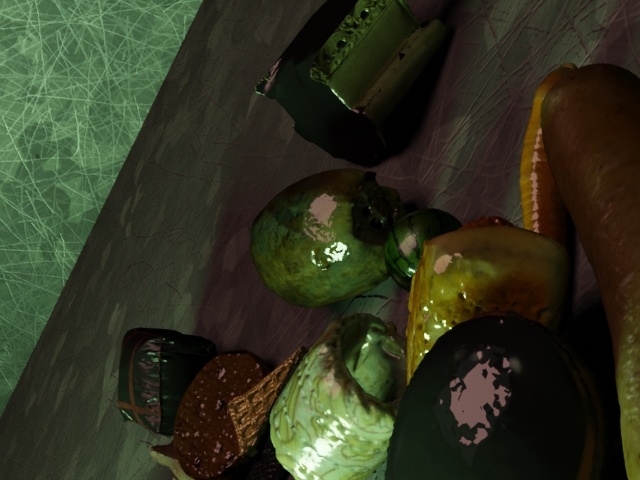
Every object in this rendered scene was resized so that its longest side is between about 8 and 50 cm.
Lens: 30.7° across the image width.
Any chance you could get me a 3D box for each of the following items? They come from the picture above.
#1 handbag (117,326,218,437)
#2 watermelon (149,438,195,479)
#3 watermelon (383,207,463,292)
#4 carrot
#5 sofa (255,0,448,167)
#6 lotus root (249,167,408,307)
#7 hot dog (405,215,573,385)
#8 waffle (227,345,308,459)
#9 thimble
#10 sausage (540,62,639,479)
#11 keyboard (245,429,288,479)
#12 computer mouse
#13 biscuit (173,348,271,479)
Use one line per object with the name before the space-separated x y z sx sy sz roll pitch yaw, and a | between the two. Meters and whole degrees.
handbag | -0.249 0.232 1.894 0.215 0.155 0.169 178 98 -66
watermelon | -0.203 0.360 1.788 0.155 0.080 0.101 -2 81 44
watermelon | 0.118 0.015 1.283 0.109 0.109 0.109 -51 27 39
carrot | 0.226 -0.052 1.151 0.062 0.066 0.271 56 -136 -67
sofa | 0.060 -0.236 1.642 0.200 0.182 0.258 -54 18 -14
lotus root | 0.000 0.000 1.514 0.275 0.152 0.160 149 129 -60
hot dog | 0.148 0.088 1.027 0.153 0.150 0.256 -68 -16 -62
waffle | -0.062 0.222 1.601 0.153 0.023 0.097 -40 45 17
thimble | 0.031 0.175 1.296 0.143 0.137 0.190 -59 8 29
sausage | 0.264 0.017 0.885 0.136 0.123 0.500 -25 40 21
keyboard | -0.037 0.243 1.554 0.262 0.016 0.106 -62 22 16
computer mouse | 0.125 0.210 0.907 0.183 0.116 0.323 28 122 43
biscuit | -0.143 0.258 1.711 0.212 0.036 0.212 -30 44 34
